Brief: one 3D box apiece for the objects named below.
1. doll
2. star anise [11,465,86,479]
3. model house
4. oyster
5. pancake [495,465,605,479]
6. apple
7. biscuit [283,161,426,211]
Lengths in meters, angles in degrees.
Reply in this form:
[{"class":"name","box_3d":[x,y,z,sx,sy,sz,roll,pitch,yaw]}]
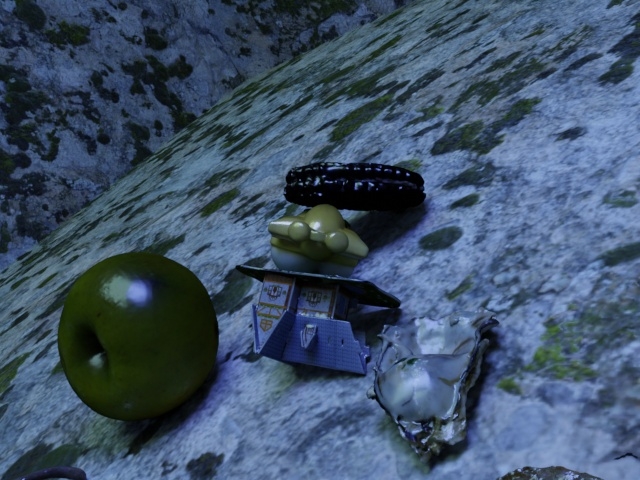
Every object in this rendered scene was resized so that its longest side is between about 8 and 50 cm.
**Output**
[{"class":"doll","box_3d":[0.000,0.001,0.796,0.117,0.086,0.291,11,2,-1]},{"class":"star anise","box_3d":[-0.359,0.315,0.649,0.148,0.218,0.227,39,85,25]},{"class":"model house","box_3d":[-0.011,0.087,0.700,0.166,0.117,0.088,5,74,26]},{"class":"oyster","box_3d":[0.087,0.109,0.563,0.108,0.053,0.166,2,28,26]},{"class":"pancake","box_3d":[0.124,0.186,0.379,0.139,0.022,0.139,-27,20,11]},{"class":"apple","box_3d":[-0.208,0.110,0.787,0.196,0.197,0.157,-16,6,35]},{"class":"biscuit","box_3d":[0.045,-0.069,0.892,0.194,0.053,0.194,2,-3,0]}]
